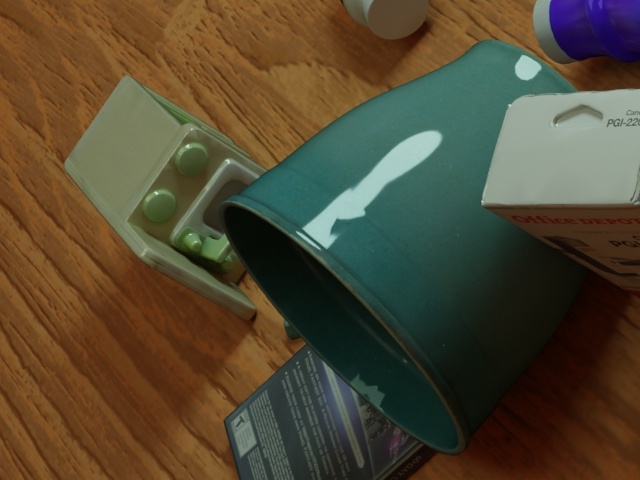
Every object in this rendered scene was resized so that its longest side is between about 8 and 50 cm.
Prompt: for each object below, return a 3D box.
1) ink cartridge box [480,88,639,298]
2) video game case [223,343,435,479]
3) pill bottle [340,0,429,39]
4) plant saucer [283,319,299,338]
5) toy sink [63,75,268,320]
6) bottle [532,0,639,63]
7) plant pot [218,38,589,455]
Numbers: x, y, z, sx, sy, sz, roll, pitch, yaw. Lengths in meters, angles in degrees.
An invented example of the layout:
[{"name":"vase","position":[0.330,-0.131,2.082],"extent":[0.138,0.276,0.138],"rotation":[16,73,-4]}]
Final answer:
[{"name":"ink cartridge box","position":[0.249,-0.024,1.388],"extent":[0.158,0.218,0.092],"rotation":[1,67,50]},{"name":"video game case","position":[0.029,0.149,1.696],"extent":[0.274,0.026,0.196],"rotation":[-43,39,20]},{"name":"pill bottle","position":[0.053,-0.265,1.901],"extent":[0.086,0.086,0.152],"rotation":[-47,38,17]},{"name":"plant saucer","position":[0.000,0.000,1.840],"extent":[0.067,0.018,0.192],"rotation":[-19,53,42]},{"name":"toy sink","position":[-0.130,-0.049,1.914],"extent":[0.131,0.153,0.234],"rotation":[-54,35,7]},{"name":"bottle","position":[0.301,-0.207,1.559],"extent":[0.283,0.092,0.118],"rotation":[-14,55,45]},{"name":"plant pot","position":[0.102,-0.014,1.527],"extent":[0.255,0.272,0.271],"rotation":[-44,34,-14]}]
